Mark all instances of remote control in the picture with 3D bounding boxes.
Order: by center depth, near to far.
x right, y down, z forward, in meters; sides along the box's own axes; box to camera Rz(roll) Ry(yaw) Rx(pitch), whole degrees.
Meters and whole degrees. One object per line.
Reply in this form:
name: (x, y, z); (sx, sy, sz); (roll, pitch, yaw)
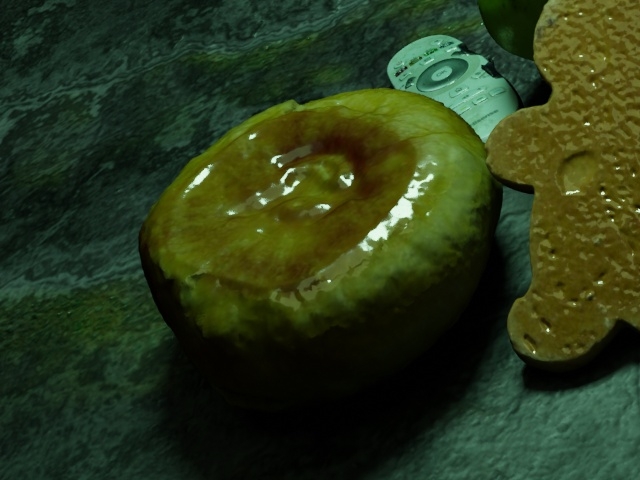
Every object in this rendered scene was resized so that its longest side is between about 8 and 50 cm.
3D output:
remote control: (0.135, -0.147, 1.448); (0.097, 0.045, 0.256); (-29, 34, 1)

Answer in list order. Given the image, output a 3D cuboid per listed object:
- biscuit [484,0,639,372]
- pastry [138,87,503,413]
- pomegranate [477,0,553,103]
biscuit: (0.238, -0.063, 1.163); (0.205, 0.049, 0.324); (-11, 76, 22)
pastry: (0.000, 0.000, 1.280); (0.356, 0.164, 0.356); (-16, 35, 12)
pomegranate: (0.248, -0.203, 1.297); (0.236, 0.236, 0.301); (-5, 62, 30)
